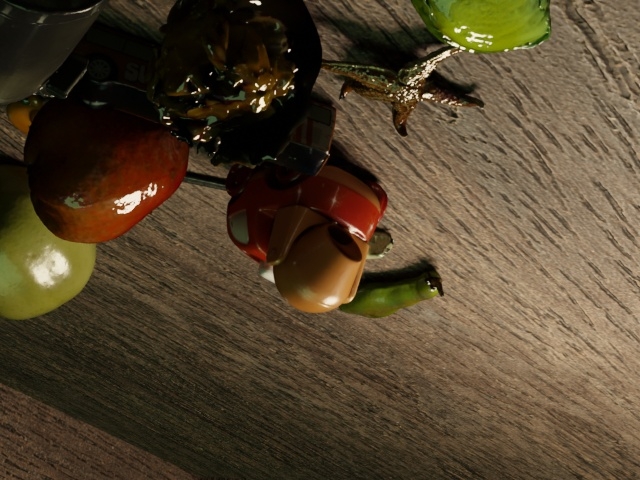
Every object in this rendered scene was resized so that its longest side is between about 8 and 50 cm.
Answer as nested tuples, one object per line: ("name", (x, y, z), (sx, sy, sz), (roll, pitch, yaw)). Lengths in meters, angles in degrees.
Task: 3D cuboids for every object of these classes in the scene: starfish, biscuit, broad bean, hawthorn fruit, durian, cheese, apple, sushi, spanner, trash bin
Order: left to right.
("trash bin", (-0.348, -0.295, 1.478), (0.252, 0.203, 0.301), (39, 154, -11))
("apple", (-0.533, 0.004, 2.277), (0.279, 0.279, 0.279), (13, 158, 5))
("biscuit", (-0.400, -0.181, 1.982), (0.170, 0.050, 0.170), (12, 158, 5))
("hawthorn fruit", (-0.291, -0.120, 1.858), (0.260, 0.224, 0.224), (-15, 163, -14))
("spanner", (-0.183, -0.093, 2.104), (0.254, 0.015, 0.054), (12, 158, 7))
("sushi", (-0.107, -0.210, 1.536), (0.213, 0.200, 0.204), (-10, 140, 36))
("cheese", (0.000, 0.001, 2.170), (0.127, 0.050, 0.235), (27, 156, -34))
("broad bean", (0.134, 0.093, 2.301), (0.075, 0.067, 0.325), (-8, 171, -36))
("starfish", (0.101, -0.196, 1.625), (0.213, 0.057, 0.238), (17, 160, -27))
("durian", (0.158, -0.275, 1.349), (0.139, 0.101, 0.250), (-34, 139, 15))

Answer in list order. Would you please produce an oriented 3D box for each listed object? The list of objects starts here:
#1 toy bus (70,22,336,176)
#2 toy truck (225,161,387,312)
("toy bus", (-0.180, -0.191, 1.761), (0.408, 0.092, 0.093), (19, 156, -9))
("toy truck", (-0.034, -0.002, 1.929), (0.189, 0.239, 0.265), (30, 154, -32))
